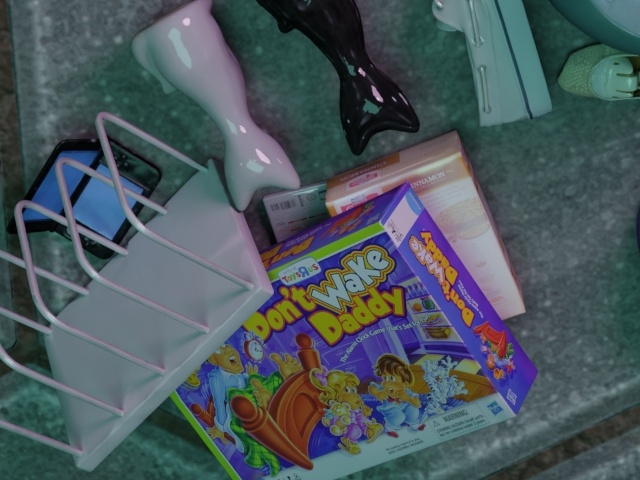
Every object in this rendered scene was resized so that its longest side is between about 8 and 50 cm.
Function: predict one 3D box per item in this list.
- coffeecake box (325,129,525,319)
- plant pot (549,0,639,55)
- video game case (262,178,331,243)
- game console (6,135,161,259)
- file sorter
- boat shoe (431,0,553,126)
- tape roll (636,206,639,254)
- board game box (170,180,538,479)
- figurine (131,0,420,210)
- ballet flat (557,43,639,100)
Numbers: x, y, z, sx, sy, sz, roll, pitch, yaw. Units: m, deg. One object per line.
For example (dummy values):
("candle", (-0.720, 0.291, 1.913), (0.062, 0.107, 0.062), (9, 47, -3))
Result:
("coffeecake box", (0.104, 0.005, 1.663), (0.142, 0.068, 0.186), (-20, 112, 10))
("plant pot", (0.299, -0.289, 1.426), (0.293, 0.235, 0.293), (2, 114, 5))
("video game case", (0.000, 0.000, 1.709), (0.087, 0.011, 0.122), (-14, 112, 11))
("game console", (-0.236, -0.039, 1.682), (0.107, 0.071, 0.122), (32, 114, -9))
("file sorter", (-0.220, 0.046, 1.619), (0.173, 0.193, 0.277), (28, 117, -39))
("boat shoe", (0.143, -0.220, 1.549), (0.084, 0.095, 0.258), (-18, 110, 9))
("tape roll", (0.406, 0.001, 1.632), (0.189, 0.080, 0.189), (2, 114, 4))
("board game box", (0.006, 0.113, 1.658), (0.347, 0.078, 0.233), (-25, 107, 36))
("figurine", (-0.040, -0.152, 1.586), (0.214, 0.092, 0.209), (-26, 101, 17))
("ballet flat", (0.309, -0.159, 1.583), (0.168, 0.052, 0.057), (-3, 114, 8))
